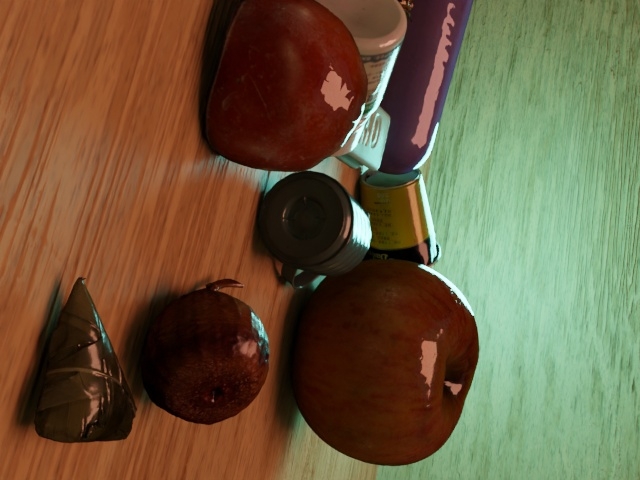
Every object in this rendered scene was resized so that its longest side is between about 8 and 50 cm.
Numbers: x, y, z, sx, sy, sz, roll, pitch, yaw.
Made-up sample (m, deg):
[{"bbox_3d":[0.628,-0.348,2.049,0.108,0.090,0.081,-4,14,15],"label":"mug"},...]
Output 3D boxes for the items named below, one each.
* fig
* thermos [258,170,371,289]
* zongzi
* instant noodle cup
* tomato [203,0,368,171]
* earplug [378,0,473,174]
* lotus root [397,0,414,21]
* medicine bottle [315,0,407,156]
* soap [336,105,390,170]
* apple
[{"bbox_3d":[-0.123,0.091,0.726,0.201,0.133,0.146,-96,-151,-46],"label":"fig"},{"bbox_3d":[0.000,0.000,1.064,0.182,0.145,0.286,-49,164,1],"label":"thermos"},{"bbox_3d":[-0.190,0.112,0.585,0.154,0.062,0.131,69,20,-72],"label":"zongzi"},{"bbox_3d":[0.180,-0.056,1.608,0.216,0.215,0.236,-60,144,-54],"label":"instant noodle cup"},{"bbox_3d":[-0.026,-0.175,0.773,0.180,0.155,0.214,-24,134,-61],"label":"tomato"},{"bbox_3d":[0.206,-0.373,1.502,0.215,0.215,0.456,26,76,-74],"label":"earplug"},{"bbox_3d":[0.104,-0.533,1.131,0.169,0.141,0.314,177,-87,-73],"label":"lotus root"},{"bbox_3d":[0.028,-0.238,0.947,0.237,0.139,0.139,112,-2,-56],"label":"medicine bottle"},{"bbox_3d":[0.053,-0.208,1.187,0.198,0.066,0.119,20,81,-61],"label":"soap"},{"bbox_3d":[0.114,0.226,1.264,0.400,0.333,0.401,-22,117,-51],"label":"apple"}]
